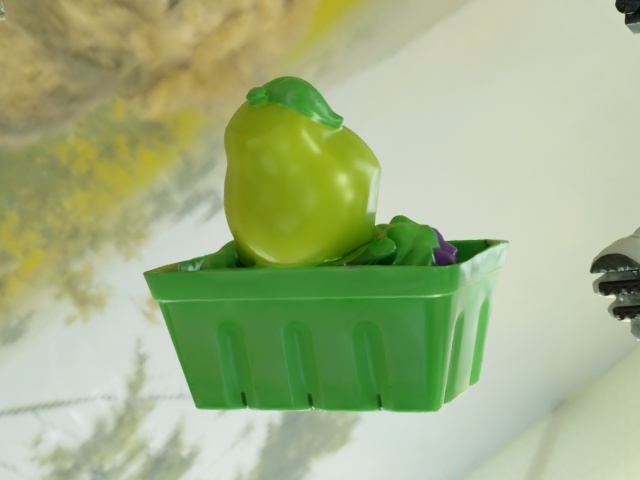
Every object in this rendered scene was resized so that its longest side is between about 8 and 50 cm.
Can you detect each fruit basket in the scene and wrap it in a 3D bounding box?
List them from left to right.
[{"bbox_3d":[0.000,0.000,1.614,0.392,0.392,0.283,-41,170,22],"label":"fruit basket"}]

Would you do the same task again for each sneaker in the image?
[{"bbox_3d":[0.376,0.104,1.442,0.118,0.292,0.110,-40,-156,-31],"label":"sneaker"}]

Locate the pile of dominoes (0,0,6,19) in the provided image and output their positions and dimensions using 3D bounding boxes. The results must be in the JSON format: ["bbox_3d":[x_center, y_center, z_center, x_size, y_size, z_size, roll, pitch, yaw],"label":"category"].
[{"bbox_3d":[-0.391,-0.316,1.510,0.040,0.196,0.251,-13,-171,1],"label":"pile of dominoes"}]

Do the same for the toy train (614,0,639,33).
[{"bbox_3d":[0.175,-0.181,0.753,0.036,0.158,0.027,-5,160,32],"label":"toy train"}]
